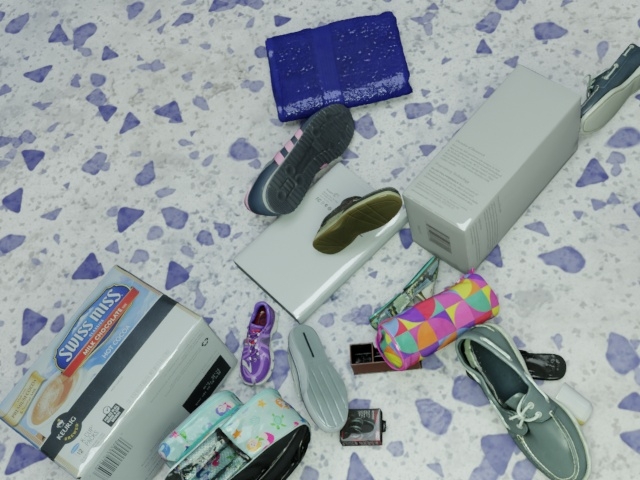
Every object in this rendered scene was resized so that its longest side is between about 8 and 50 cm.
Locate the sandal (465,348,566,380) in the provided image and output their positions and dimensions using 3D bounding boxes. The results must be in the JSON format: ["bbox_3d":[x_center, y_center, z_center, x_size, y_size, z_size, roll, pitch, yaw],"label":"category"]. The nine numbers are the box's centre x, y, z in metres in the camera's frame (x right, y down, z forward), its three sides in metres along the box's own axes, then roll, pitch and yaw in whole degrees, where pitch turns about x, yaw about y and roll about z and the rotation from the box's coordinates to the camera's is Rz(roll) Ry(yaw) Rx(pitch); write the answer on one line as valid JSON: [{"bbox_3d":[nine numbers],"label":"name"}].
[{"bbox_3d":[0.353,0.223,1.624,0.179,0.040,0.067,-3,61,11],"label":"sandal"}]

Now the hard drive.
[{"bbox_3d":[0.000,0.000,1.827,0.307,0.040,0.203,-43,61,-12],"label":"hard drive"}]

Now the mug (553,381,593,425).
[{"bbox_3d":[0.435,0.295,1.565,0.064,0.078,0.062,30,39,16],"label":"mug"}]

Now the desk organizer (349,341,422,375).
[{"bbox_3d":[0.121,0.216,1.674,0.130,0.050,0.047,-7,61,9],"label":"desk organizer"}]

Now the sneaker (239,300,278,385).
[{"bbox_3d":[-0.126,0.196,1.730,0.068,0.071,0.169,-1,62,12],"label":"sneaker"}]

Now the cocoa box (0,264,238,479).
[{"bbox_3d":[-0.366,0.268,1.651,0.228,0.231,0.347,28,71,26],"label":"cocoa box"}]

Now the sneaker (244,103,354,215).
[{"bbox_3d":[-0.052,-0.175,1.903,0.131,0.112,0.319,-7,36,51],"label":"sneaker"}]

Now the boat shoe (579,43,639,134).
[{"bbox_3d":[0.591,-0.316,1.835,0.079,0.095,0.254,39,74,26],"label":"boat shoe"}]

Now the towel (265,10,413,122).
[{"bbox_3d":[0.038,-0.386,2.019,0.309,0.076,0.227,-12,67,6],"label":"towel"}]

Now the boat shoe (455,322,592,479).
[{"bbox_3d":[0.335,0.283,1.527,0.116,0.099,0.319,-44,64,28],"label":"boat shoe"}]

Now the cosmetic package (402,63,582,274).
[{"bbox_3d":[0.339,-0.135,1.736,0.155,0.197,0.365,34,72,27],"label":"cosmetic package"}]

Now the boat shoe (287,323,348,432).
[{"bbox_3d":[-0.007,0.265,1.666,0.083,0.075,0.226,-2,51,-19],"label":"boat shoe"}]

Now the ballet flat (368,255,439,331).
[{"bbox_3d":[0.175,0.113,1.721,0.188,0.070,0.070,-43,61,-10],"label":"ballet flat"}]

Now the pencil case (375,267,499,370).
[{"bbox_3d":[0.211,0.145,1.630,0.236,0.104,0.104,-28,58,-22],"label":"pencil case"}]

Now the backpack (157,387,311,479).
[{"bbox_3d":[-0.142,0.370,1.552,0.254,0.225,0.191,-38,65,-13],"label":"backpack"}]

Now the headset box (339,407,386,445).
[{"bbox_3d":[0.078,0.339,1.627,0.083,0.032,0.062,-4,61,13],"label":"headset box"}]

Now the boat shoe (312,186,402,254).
[{"bbox_3d":[0.066,-0.052,1.724,0.224,0.080,0.073,-36,40,39],"label":"boat shoe"}]
